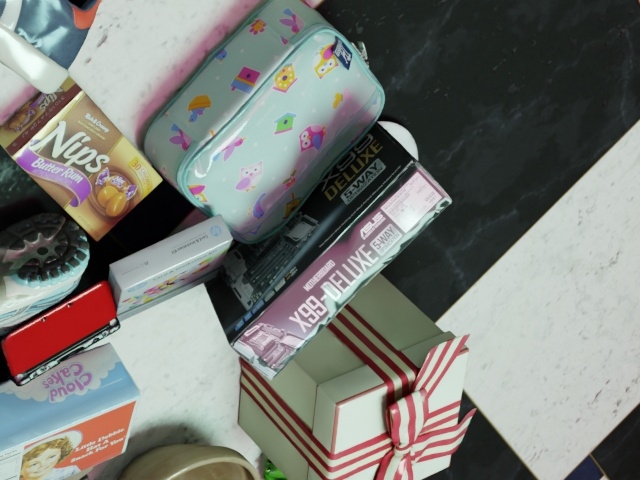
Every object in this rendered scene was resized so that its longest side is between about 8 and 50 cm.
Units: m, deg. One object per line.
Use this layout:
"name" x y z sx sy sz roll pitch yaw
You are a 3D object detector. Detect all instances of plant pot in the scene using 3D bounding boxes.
"plant pot" -0.206 0.360 2.179 0.237 0.110 0.237 -23 134 -26

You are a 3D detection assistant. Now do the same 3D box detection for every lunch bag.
"lunch bag" -0.055 -0.141 1.899 0.279 0.108 0.224 -46 141 -2

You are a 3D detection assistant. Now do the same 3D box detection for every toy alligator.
"toy alligator" -0.061 0.339 2.330 0.051 0.056 0.190 3 148 8

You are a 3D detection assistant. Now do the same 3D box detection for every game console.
"game console" -0.319 0.099 1.875 0.144 0.124 0.085 -30 115 -20

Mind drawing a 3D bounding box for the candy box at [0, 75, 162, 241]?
"candy box" -0.271 -0.093 1.789 0.109 0.053 0.187 -43 142 -5

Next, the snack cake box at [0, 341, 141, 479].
"snack cake box" -0.360 0.237 1.923 0.264 0.089 0.152 -20 151 -29

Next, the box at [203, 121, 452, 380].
"box" 0.000 0.000 1.943 0.307 0.242 0.076 -45 112 5

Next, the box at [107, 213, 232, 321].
"box" -0.185 0.036 1.898 0.145 0.038 0.186 -25 170 -16

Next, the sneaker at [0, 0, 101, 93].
"sneaker" -0.339 -0.282 1.526 0.148 0.131 0.350 -55 146 -1

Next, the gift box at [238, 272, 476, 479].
"gift box" 0.065 0.201 2.175 0.276 0.258 0.255 -23 135 -26

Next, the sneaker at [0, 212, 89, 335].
"sneaker" -0.391 0.075 1.781 0.283 0.110 0.122 -18 150 -22

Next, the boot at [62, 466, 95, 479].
"boot" -0.340 0.296 2.060 0.087 0.042 0.118 -11 128 -33

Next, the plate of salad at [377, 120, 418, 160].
"plate of salad" 0.056 -0.066 2.109 0.199 0.048 0.200 -25 136 -26
